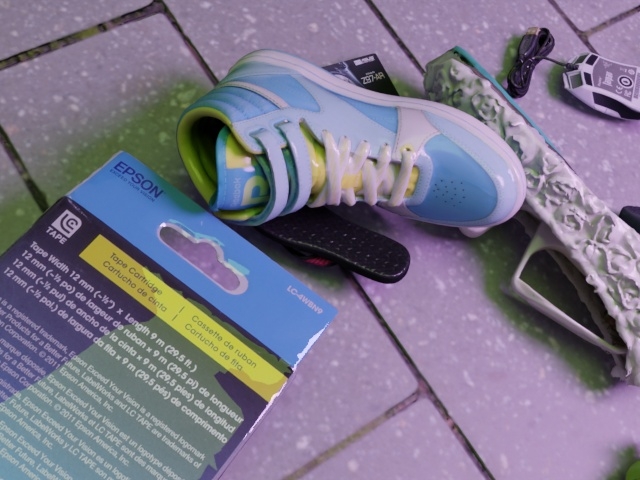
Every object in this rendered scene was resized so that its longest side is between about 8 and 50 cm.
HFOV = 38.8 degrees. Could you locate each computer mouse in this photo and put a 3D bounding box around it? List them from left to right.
[{"bbox_3d":[0.315,-0.181,1.059,0.193,0.042,0.106,21,57,2],"label":"computer mouse"}]

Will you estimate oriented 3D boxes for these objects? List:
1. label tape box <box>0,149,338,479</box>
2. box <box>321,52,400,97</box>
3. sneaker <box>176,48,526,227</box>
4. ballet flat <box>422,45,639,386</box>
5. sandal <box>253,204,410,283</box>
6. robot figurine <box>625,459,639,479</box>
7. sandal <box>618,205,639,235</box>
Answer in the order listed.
[{"bbox_3d":[-0.186,0.126,0.744,0.249,0.115,0.348,37,59,4],"label":"label tape box"},{"bbox_3d":[0.037,-0.164,0.990,0.083,0.018,0.067,-19,71,-21],"label":"box"},{"bbox_3d":[0.014,-0.058,0.824,0.319,0.127,0.208,21,34,16],"label":"sneaker"},{"bbox_3d":[0.221,-0.019,0.911,0.147,0.147,0.409,-37,79,-26],"label":"ballet flat"},{"bbox_3d":[0.000,0.000,0.886,0.179,0.040,0.067,26,53,9],"label":"sandal"},{"bbox_3d":[0.335,0.228,0.851,0.115,0.067,0.101,-15,69,-21],"label":"robot figurine"},{"bbox_3d":[0.408,0.033,0.911,0.097,0.054,0.254,4,19,-35],"label":"sandal"}]
